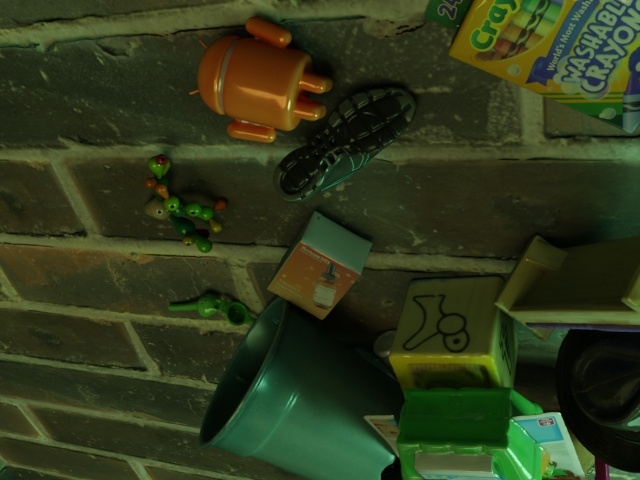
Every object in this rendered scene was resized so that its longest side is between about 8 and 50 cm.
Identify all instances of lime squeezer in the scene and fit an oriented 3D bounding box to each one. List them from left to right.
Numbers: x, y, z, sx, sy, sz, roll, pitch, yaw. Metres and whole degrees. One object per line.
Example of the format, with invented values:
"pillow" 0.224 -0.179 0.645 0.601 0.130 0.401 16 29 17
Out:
"lime squeezer" -0.219 0.176 1.529 0.311 0.058 0.109 13 134 10

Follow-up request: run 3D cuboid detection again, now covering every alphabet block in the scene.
"alphabet block" 0.257 0.202 1.250 0.193 0.197 0.193 -5 129 28

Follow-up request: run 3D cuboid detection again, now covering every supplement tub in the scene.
"supplement tub" 0.167 0.249 1.423 0.071 0.071 0.107 -19 122 35

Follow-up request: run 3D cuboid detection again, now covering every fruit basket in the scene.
"fruit basket" 0.284 0.398 1.167 0.327 0.165 0.353 -7 130 28

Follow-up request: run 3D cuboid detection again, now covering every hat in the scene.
"hat" 0.511 0.219 1.081 0.134 0.331 0.331 18 146 -41

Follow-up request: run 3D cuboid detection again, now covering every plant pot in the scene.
"plant pot" -0.018 0.337 1.374 0.334 0.341 0.341 30 136 -11

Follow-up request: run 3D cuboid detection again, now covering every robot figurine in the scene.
"robot figurine" -0.094 -0.246 1.033 0.220 0.128 0.158 15 146 8

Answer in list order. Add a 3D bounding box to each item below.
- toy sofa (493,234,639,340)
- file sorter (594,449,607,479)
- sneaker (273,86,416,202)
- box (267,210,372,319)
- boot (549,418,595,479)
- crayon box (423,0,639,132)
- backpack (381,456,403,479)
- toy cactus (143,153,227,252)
"toy sofa" 0.433 0.078 0.977 0.177 0.150 0.362 35 167 -7
"file sorter" 0.605 0.403 1.228 0.183 0.290 0.202 -4 129 23
"sneaker" 0.041 -0.159 1.087 0.267 0.106 0.101 -32 84 21
"box" -0.004 0.050 1.274 0.130 0.091 0.170 29 136 -5
"boot" 0.569 0.506 1.475 0.115 0.112 0.305 -20 119 23
"crayon box" 0.308 -0.293 0.848 0.323 0.083 0.203 24 136 2
"backpack" 0.295 0.558 1.519 0.356 0.290 0.273 1 141 33
"toy cactus" -0.286 -0.075 1.312 0.181 0.112 0.219 2 137 47
